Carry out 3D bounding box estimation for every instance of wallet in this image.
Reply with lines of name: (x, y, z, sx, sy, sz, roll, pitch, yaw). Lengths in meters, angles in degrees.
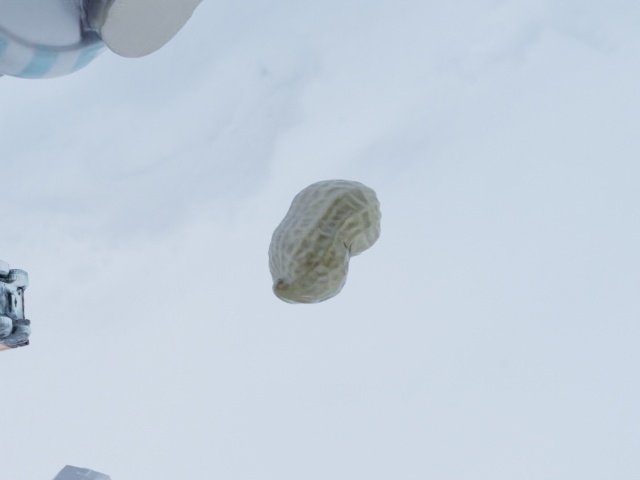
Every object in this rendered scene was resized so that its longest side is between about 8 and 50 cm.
wallet: (-0.262, 0.261, 0.933, 0.083, 0.044, 0.011, -2, 120, 42)

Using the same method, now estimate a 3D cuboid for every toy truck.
toy truck: (-0.473, 0.076, 1.118, 0.135, 0.114, 0.270, -13, 161, 10)

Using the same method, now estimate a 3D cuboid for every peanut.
peanut: (0.000, 0.000, 1.446, 0.233, 0.197, 0.110, -56, 130, -21)

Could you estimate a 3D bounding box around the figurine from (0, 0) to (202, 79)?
figurine: (-0.305, -0.144, 0.600, 0.377, 0.361, 0.266, -50, 139, 11)
